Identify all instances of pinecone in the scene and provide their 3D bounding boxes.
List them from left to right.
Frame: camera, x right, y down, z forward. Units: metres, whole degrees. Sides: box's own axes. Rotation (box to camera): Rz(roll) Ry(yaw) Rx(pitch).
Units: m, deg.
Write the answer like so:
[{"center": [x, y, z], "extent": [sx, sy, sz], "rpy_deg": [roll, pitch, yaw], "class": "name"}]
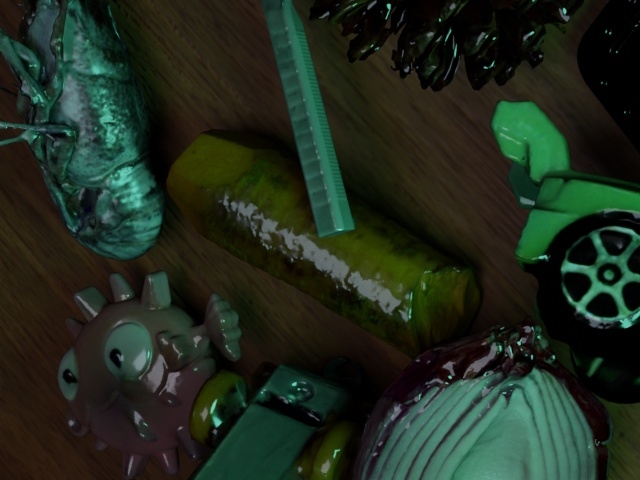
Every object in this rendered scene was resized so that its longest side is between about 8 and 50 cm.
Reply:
[{"center": [0.112, -0.218, 1.384], "extent": [0.221, 0.221, 0.221], "rpy_deg": [10, 111, 27], "class": "pinecone"}]

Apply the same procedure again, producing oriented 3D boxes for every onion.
[{"center": [0.143, 0.157, 1.510], "extent": [0.227, 0.120, 0.284], "rpy_deg": [2, 127, -15], "class": "onion"}]

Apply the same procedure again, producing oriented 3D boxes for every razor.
[{"center": [-0.015, -0.139, 1.520], "extent": [0.111, 0.056, 0.278], "rpy_deg": [-18, 75, 32], "class": "razor"}]

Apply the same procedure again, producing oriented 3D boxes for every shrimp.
[{"center": [-0.256, -0.144, 1.641], "extent": [0.137, 0.172, 0.372], "rpy_deg": [-15, 105, 38], "class": "shrimp"}]

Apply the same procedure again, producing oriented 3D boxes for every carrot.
[{"center": [0.000, 0.000, 1.576], "extent": [0.302, 0.114, 0.114], "rpy_deg": [31, 119, 16], "class": "carrot"}]

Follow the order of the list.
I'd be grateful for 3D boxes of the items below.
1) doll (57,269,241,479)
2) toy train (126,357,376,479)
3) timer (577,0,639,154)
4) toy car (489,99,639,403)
[{"center": [-0.174, 0.133, 1.730], "extent": [0.262, 0.093, 0.211], "rpy_deg": [-26, 86, 37], "class": "doll"}, {"center": [-0.060, 0.262, 1.585], "extent": [0.163, 0.369, 0.232], "rpy_deg": [20, 142, 26], "class": "toy train"}, {"center": [0.296, -0.166, 1.368], "extent": [0.187, 0.055, 0.144], "rpy_deg": [-54, 51, 32], "class": "timer"}, {"center": [0.286, 0.031, 1.296], "extent": [0.358, 0.213, 0.176], "rpy_deg": [14, 75, 18], "class": "toy car"}]
